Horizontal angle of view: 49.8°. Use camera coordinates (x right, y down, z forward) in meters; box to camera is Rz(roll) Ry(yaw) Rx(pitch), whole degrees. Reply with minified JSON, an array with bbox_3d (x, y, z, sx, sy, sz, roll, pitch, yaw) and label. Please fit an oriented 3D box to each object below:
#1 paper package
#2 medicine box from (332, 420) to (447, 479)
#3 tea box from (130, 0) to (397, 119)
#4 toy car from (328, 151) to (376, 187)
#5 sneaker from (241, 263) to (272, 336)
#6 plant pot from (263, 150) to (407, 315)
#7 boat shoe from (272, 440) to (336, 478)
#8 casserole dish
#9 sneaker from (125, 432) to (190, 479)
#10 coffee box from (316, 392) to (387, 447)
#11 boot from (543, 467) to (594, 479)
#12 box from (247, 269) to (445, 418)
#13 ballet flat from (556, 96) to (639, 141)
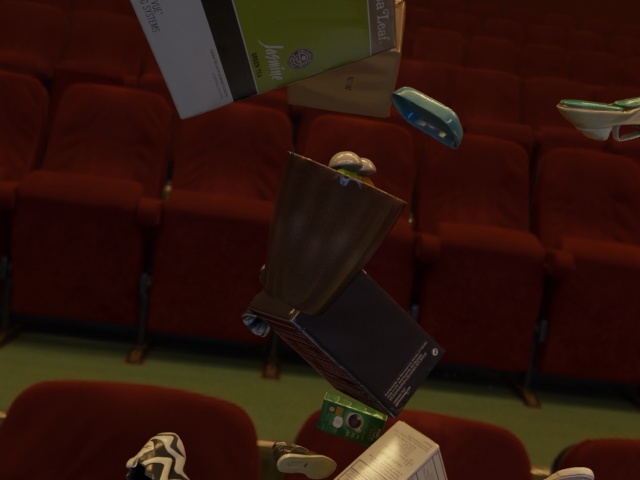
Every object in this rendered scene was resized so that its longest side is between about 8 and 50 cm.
[{"bbox_3d":[0.063,-0.500,1.880,0.310,0.168,0.324,8,-22,1],"label":"paper package"},{"bbox_3d":[0.181,0.666,1.766,0.289,0.263,0.149,-34,35,-26],"label":"medicine box"},{"bbox_3d":[-0.091,-0.379,0.863,0.324,0.219,0.329,-18,-32,-4],"label":"tea box"},{"bbox_3d":[0.048,-0.106,1.540,0.136,0.159,0.182,-6,-7,27],"label":"toy car"},{"bbox_3d":[-0.132,0.140,1.644,0.086,0.163,0.226,46,-15,-20],"label":"sneaker"},{"bbox_3d":[0.000,0.000,1.145,0.216,0.230,0.215,23,5,-2],"label":"plant pot"},{"bbox_3d":[-0.044,0.640,2.020,0.233,0.084,0.079,28,12,-38],"label":"boat shoe"},{"bbox_3d":[0.223,-0.256,1.410,0.188,0.037,0.114,39,-5,34],"label":"casserole dish"},{"bbox_3d":[-0.312,0.511,1.347,0.094,0.234,0.153,-13,2,29],"label":"sneaker"},{"bbox_3d":[0.089,0.513,1.961,0.184,0.113,0.040,17,24,7],"label":"coffee box"},{"bbox_3d":[0.486,0.540,1.423,0.069,0.190,0.086,32,38,-23],"label":"boot"},{"bbox_3d":[0.045,0.180,1.422,0.294,0.182,0.296,44,-15,-16],"label":"box"},{"bbox_3d":[0.543,-0.223,1.281,0.249,0.086,0.086,-7,12,-21],"label":"ballet flat"}]
